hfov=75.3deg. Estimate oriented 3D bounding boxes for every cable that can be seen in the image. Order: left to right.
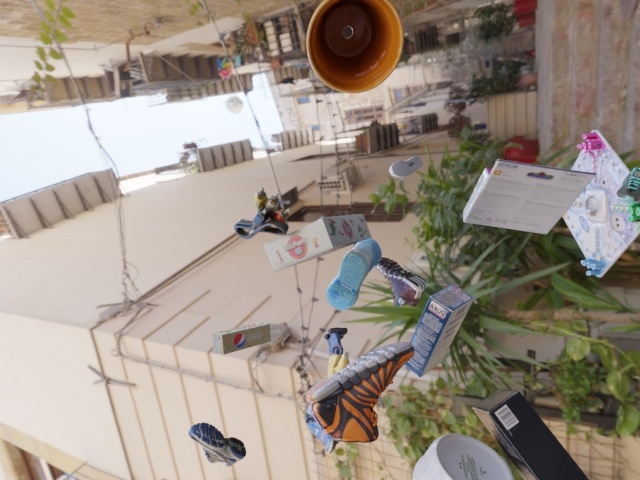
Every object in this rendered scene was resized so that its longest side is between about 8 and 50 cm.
[{"bbox_3d":[-0.170,-0.057,1.247,0.139,0.287,0.072,41,-117,-8],"label":"cable"}]

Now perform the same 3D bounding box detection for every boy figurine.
[{"bbox_3d":[0.074,0.459,1.499,0.177,0.092,0.285,112,154,-49],"label":"boy figurine"}]

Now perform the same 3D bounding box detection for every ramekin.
[{"bbox_3d":[0.403,0.661,1.140,0.273,0.273,0.127,-21,-51,-59],"label":"ramekin"}]

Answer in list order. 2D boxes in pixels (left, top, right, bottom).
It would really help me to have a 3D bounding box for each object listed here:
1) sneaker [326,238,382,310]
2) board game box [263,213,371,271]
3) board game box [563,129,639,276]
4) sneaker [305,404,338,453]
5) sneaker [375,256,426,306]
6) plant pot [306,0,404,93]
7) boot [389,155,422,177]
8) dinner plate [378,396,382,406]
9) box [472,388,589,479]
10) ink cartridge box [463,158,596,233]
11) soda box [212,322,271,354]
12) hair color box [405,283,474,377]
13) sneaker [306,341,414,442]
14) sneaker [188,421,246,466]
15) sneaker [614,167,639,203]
[{"bbox_3d":[0.143,0.123,1.608,0.208,0.127,0.319,-43,-16,-46],"label":"sneaker"},{"bbox_3d":[0.000,0.000,1.323,0.303,0.224,0.097,-11,-100,-61],"label":"board game box"},{"bbox_3d":[0.982,-0.125,1.498,0.390,0.050,0.390,81,-178,-53],"label":"board game box"},{"bbox_3d":[0.010,0.645,1.460,0.130,0.147,0.330,-47,-9,-24],"label":"sneaker"},{"bbox_3d":[0.304,0.188,1.741,0.106,0.281,0.162,-7,-63,-35],"label":"sneaker"},{"bbox_3d":[0.071,-0.465,0.947,0.188,0.205,0.205,-93,-15,-56],"label":"plant pot"},{"bbox_3d":[0.417,-0.358,2.153,0.258,0.123,0.095,-23,-97,-40],"label":"boot"},{"bbox_3d":[0.169,0.482,1.367,0.017,0.141,0.141,-34,-46,-3],"label":"dinner plate"},{"bbox_3d":[0.517,0.511,1.029,0.261,0.103,0.184,55,173,19],"label":"box"},{"bbox_3d":[0.721,-0.164,1.477,0.330,0.324,0.071,97,-177,-52],"label":"ink cartridge box"},{"bbox_3d":[-0.244,0.306,1.306,0.181,0.058,0.061,-4,-92,-44],"label":"soda box"},{"bbox_3d":[0.456,0.355,1.630,0.174,0.105,0.347,-16,-49,-43],"label":"hair color box"},{"bbox_3d":[0.134,0.405,1.091,0.180,0.321,0.124,62,167,6],"label":"sneaker"},{"bbox_3d":[-0.217,0.420,0.837,0.135,0.058,0.052,42,-173,-23],"label":"sneaker"},{"bbox_3d":[0.899,-0.162,1.196,0.166,0.065,0.076,-38,-43,-44],"label":"sneaker"}]
